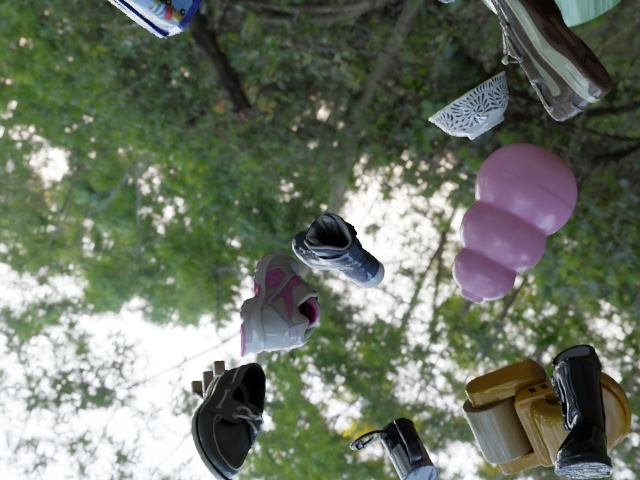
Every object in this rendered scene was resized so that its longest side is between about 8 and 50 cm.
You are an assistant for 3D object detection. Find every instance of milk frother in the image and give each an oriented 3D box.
[{"bbox_3d":[0.155,0.462,2.034,0.129,0.143,0.134,58,-177,-43],"label":"milk frother"}]

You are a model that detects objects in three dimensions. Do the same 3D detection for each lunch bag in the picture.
[{"bbox_3d":[-0.325,-0.453,1.629,0.221,0.138,0.293,33,170,-20],"label":"lunch bag"}]

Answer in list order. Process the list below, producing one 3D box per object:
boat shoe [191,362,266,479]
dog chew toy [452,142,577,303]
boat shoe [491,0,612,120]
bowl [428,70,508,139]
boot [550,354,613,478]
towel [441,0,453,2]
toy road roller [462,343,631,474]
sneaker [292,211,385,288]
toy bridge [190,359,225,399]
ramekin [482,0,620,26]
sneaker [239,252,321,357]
[{"bbox_3d":[-0.156,0.319,1.733,0.116,0.099,0.319,52,-167,-15],"label":"boat shoe"},{"bbox_3d":[0.377,-0.027,1.923,0.207,0.331,0.206,28,179,1],"label":"dog chew toy"},{"bbox_3d":[0.267,-0.268,1.248,0.095,0.095,0.257,-10,-116,-46],"label":"boat shoe"},{"bbox_3d":[0.297,-0.243,1.807,0.080,0.170,0.170,58,-162,-1],"label":"bowl"},{"bbox_3d":[0.445,0.300,1.645,0.094,0.207,0.246,-11,160,18],"label":"boot"},{"bbox_3d":[0.065,-0.403,1.013,0.284,0.121,0.235,31,-146,-12],"label":"towel"},{"bbox_3d":[0.458,0.369,1.923,0.202,0.330,0.240,65,-161,-10],"label":"toy road roller"},{"bbox_3d":[0.001,-0.001,1.782,0.226,0.086,0.163,21,165,43],"label":"sneaker"},{"bbox_3d":[-0.249,0.320,2.107,0.026,0.188,0.063,2,-114,-25],"label":"toy bridge"},{"bbox_3d":[0.353,-0.471,1.441,0.303,0.303,0.148,33,173,26],"label":"ramekin"},{"bbox_3d":[-0.052,0.102,1.468,0.111,0.102,0.252,4,-152,5],"label":"sneaker"}]
